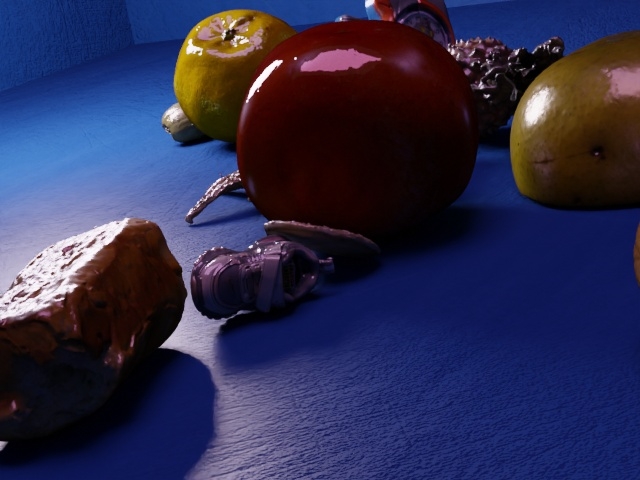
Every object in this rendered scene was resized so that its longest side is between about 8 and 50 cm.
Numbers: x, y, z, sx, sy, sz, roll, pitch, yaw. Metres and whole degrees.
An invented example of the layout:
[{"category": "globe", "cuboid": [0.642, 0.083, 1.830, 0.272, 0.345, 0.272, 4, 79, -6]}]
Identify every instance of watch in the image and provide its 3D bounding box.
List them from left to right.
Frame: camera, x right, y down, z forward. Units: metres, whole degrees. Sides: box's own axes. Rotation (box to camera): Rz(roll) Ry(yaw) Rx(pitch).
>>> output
[{"category": "watch", "cuboid": [0.090, -0.343, 2.602, 0.305, 0.241, 0.274, -6, -3, -27]}]

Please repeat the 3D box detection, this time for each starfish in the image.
[{"category": "starfish", "cuboid": [-0.115, -0.100, 2.112, 0.295, 0.048, 0.231, -16, 18, 43]}]

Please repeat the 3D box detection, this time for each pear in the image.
[{"category": "pear", "cuboid": [0.425, -0.182, 1.834, 0.340, 0.191, 0.386, -26, 19, -33]}]

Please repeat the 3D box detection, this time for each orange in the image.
[{"category": "orange", "cuboid": [-0.147, -0.317, 2.584, 0.279, 0.235, 0.279, -7, 36, 5]}]

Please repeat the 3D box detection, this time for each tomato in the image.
[{"category": "tomato", "cuboid": [0.045, -0.143, 1.786, 0.325, 0.290, 0.293, -4, 23, 15]}]

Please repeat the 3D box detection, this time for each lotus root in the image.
[{"category": "lotus root", "cuboid": [-0.234, -0.255, 2.725, 0.183, 0.077, 0.090, -21, 61, -28]}]

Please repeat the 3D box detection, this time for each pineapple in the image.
[{"category": "pineapple", "cuboid": [0.278, -0.258, 2.135, 0.175, 0.175, 0.361, -18, 0, -22]}]

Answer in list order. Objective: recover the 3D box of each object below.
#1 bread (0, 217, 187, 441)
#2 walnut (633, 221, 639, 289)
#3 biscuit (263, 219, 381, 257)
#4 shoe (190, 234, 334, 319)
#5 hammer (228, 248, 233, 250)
[{"category": "bread", "cuboid": [-0.268, 0.098, 1.436, 0.195, 0.149, 0.344, -18, 14, 19]}, {"category": "walnut", "cuboid": [0.386, 0.020, 1.199, 0.193, 0.193, 0.225, -19, 14, -25]}, {"category": "biscuit", "cuboid": [0.000, 0.000, 1.692, 0.152, 0.020, 0.152, 10, -9, 2]}, {"category": "shoe", "cuboid": [-0.066, 0.047, 1.588, 0.092, 0.089, 0.180, 7, 16, 42]}, {"category": "hammer", "cuboid": [-0.120, 0.028, 1.698, 0.065, 0.021, 0.178, -16, -4, -6]}]
